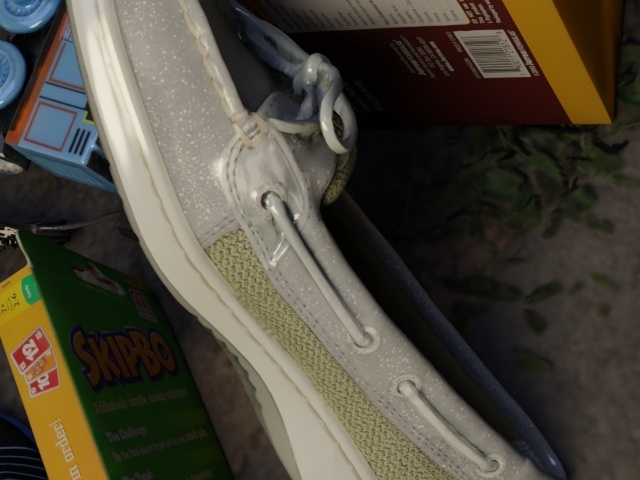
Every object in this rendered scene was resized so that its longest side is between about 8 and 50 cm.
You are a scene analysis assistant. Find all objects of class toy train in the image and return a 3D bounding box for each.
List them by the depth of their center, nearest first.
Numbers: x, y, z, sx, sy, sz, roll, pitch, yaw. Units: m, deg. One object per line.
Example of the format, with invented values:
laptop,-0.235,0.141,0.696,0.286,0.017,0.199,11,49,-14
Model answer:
toy train,-0.125,-0.116,0.711,0.105,0.080,0.184,17,80,18

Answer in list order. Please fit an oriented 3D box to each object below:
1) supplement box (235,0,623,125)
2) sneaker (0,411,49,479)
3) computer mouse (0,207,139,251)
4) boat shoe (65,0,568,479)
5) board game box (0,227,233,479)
supplement box,0.025,-0.144,0.584,0.194,0.191,0.129,2,74,24
sneaker,-0.167,0.140,0.640,0.232,0.090,0.081,27,87,28
computer mouse,-0.108,0.001,0.672,0.242,0.071,0.041,-5,83,24
boat shoe,0.001,0.002,0.517,0.103,0.320,0.118,-23,22,8
board game box,-0.075,0.119,0.587,0.039,0.124,0.259,-30,65,14
